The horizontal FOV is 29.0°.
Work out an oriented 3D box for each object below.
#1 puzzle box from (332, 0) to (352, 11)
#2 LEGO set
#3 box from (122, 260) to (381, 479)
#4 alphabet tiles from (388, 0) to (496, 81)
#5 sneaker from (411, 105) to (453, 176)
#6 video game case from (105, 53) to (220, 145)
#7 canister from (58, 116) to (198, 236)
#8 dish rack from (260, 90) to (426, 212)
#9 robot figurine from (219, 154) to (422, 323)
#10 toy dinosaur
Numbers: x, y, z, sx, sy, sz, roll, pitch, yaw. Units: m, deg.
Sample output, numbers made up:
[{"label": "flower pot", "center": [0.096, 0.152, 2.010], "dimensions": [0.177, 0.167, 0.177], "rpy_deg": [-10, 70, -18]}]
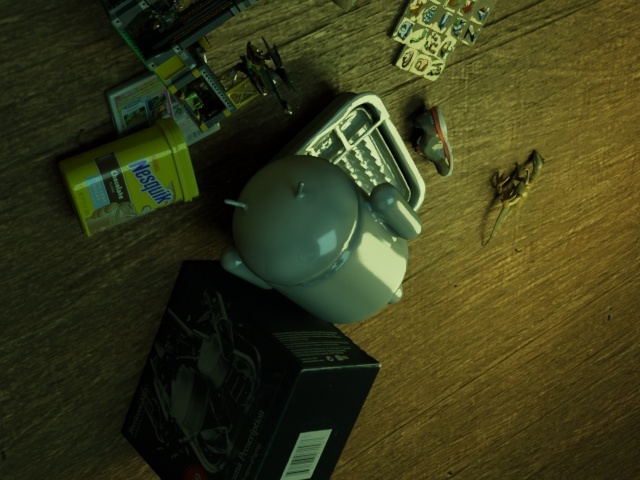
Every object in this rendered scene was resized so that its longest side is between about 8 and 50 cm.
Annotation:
[{"label": "puzzle box", "center": [0.105, -0.449, 1.633], "dimensions": [0.272, 0.052, 0.409], "rpy_deg": [-52, -178, 2]}, {"label": "LEGO set", "center": [-0.150, -0.306, 1.538], "dimensions": [0.192, 0.255, 0.331], "rpy_deg": [-33, 133, 4]}, {"label": "box", "center": [-0.120, 0.255, 1.965], "dimensions": [0.179, 0.312, 0.343], "rpy_deg": [2, 118, -44]}, {"label": "alphabet tiles", "center": [0.210, -0.378, 2.025], "dimensions": [0.198, 0.009, 0.237], "rpy_deg": [11, 112, -48]}, {"label": "sneaker", "center": [0.190, -0.169, 2.148], "dimensions": [0.064, 0.061, 0.158], "rpy_deg": [-17, 136, 2]}, {"label": "video game case", "center": [-0.220, -0.184, 1.752], "dimensions": [0.157, 0.019, 0.143], "rpy_deg": [-30, 137, -22]}, {"label": "canister", "center": [-0.266, -0.086, 1.720], "dimensions": [0.170, 0.073, 0.126], "rpy_deg": [-23, 135, -13]}, {"label": "dish rack", "center": [0.019, -0.078, 2.027], "dimensions": [0.285, 0.072, 0.333], "rpy_deg": [-45, 141, -8]}, {"label": "robot figurine", "center": [0.000, 0.000, 1.854], "dimensions": [0.300, 0.200, 0.353], "rpy_deg": [-24, 148, 18]}, {"label": "toy dinosaur", "center": [0.370, -0.075, 2.377], "dimensions": [0.211, 0.064, 0.112], "rpy_deg": [-55, 143, 6]}]
